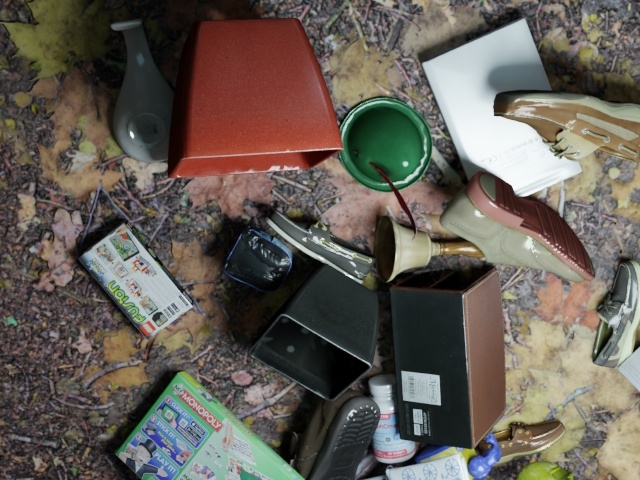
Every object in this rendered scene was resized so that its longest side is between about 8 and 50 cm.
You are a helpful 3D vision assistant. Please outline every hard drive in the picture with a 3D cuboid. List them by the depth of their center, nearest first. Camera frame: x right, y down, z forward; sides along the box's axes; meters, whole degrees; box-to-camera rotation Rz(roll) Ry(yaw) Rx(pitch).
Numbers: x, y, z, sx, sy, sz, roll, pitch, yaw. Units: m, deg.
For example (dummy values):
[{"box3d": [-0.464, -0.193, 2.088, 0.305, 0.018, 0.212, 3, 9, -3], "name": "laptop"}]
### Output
[{"box3d": [0.337, -0.228, 1.936, 0.203, 0.040, 0.307, -24, 103, 3], "name": "hard drive"}]

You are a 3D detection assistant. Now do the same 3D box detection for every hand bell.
[{"box3d": [0.235, 0.016, 1.975, 0.242, 0.126, 0.126, 0, 104, -16], "name": "hand bell"}]

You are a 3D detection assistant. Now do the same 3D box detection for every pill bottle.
[{"box3d": [0.136, 0.347, 2.043, 0.087, 0.087, 0.160, -9, 104, -1], "name": "pill bottle"}]

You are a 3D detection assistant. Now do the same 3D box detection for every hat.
[{"box3d": [0.135, -0.149, 1.872, 0.208, 0.183, 0.173, 40, 98, -11], "name": "hat"}]

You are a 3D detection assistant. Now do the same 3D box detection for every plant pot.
[{"box3d": [-0.129, -0.245, 1.796, 0.267, 0.267, 0.235, -4, 87, -13], "name": "plant pot"}, {"box3d": [0.005, 0.158, 1.930, 0.187, 0.167, 0.188, 31, 142, -7], "name": "plant pot"}]

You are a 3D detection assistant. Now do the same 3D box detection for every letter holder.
[{"box3d": [0.252, 0.212, 1.998, 0.152, 0.214, 0.301, 2, 104, 30], "name": "letter holder"}]

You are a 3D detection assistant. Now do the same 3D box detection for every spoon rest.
[{"box3d": [-0.319, -0.270, 1.887, 0.137, 0.084, 0.276, -6, 117, 0], "name": "spoon rest"}]

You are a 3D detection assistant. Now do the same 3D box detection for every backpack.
[{"box3d": [-0.112, 0.035, 1.956, 0.114, 0.084, 0.105, 30, 101, -4], "name": "backpack"}]

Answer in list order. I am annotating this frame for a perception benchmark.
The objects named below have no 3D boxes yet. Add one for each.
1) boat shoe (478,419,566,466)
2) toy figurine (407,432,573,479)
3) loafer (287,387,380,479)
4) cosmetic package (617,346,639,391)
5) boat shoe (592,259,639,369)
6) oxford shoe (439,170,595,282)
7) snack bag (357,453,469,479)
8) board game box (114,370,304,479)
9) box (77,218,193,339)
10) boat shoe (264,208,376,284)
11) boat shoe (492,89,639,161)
[{"box3d": [0.399, 0.393, 2.079, 0.178, 0.064, 0.060, -22, 102, 7], "name": "boat shoe"}, {"box3d": [0.271, 0.448, 2.009, 0.363, 0.191, 0.217, -34, 80, 36], "name": "toy figurine"}, {"box3d": [-0.001, 0.430, 2.056, 0.134, 0.130, 0.365, 9, 116, -41], "name": "loafer"}, {"box3d": [0.686, 0.310, 2.016, 0.085, 0.117, 0.231, -45, 117, 8], "name": "cosmetic package"}, {"box3d": [0.572, 0.146, 2.019, 0.074, 0.080, 0.223, 1, 108, -8], "name": "boat shoe"}, {"box3d": [0.370, -0.004, 1.951, 0.348, 0.123, 0.130, 32, 125, -25], "name": "oxford shoe"}, {"box3d": [0.170, 0.587, 1.978, 0.343, 0.037, 0.323, -22, 74, 41], "name": "snack bag"}, {"box3d": [-0.216, 0.435, 2.009, 0.317, 0.046, 0.213, 41, 98, 12], "name": "board game box"}, {"box3d": [-0.349, 0.075, 1.980, 0.114, 0.036, 0.207, -36, 103, 6], "name": "box"}, {"box3d": [0.000, 0.000, 1.959, 0.228, 0.081, 0.068, 33, 97, -17], "name": "boat shoe"}, {"box3d": [0.462, -0.201, 1.872, 0.324, 0.122, 0.119, 5, 97, -20], "name": "boat shoe"}]
